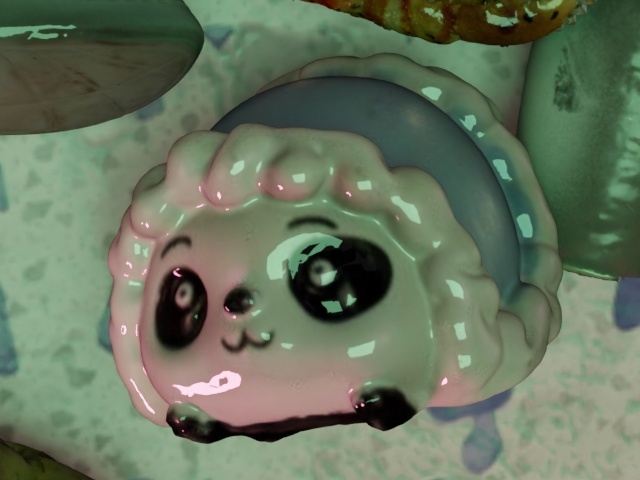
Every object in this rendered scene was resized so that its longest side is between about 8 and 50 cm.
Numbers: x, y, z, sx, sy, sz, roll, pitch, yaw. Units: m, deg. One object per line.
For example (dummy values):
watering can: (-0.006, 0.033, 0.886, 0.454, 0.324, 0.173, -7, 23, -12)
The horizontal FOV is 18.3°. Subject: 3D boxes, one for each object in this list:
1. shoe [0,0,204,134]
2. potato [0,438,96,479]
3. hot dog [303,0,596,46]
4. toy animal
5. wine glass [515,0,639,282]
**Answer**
shoe: (-0.186, -0.116, 0.992, 0.251, 0.103, 0.100, -1, 59, -21)
potato: (-0.177, 0.206, 1.041, 0.154, 0.137, 0.200, 25, 100, 18)
hot dog: (0.023, -0.165, 0.975, 0.253, 0.069, 0.131, 16, 137, 11)
toy animal: (0.000, 0.000, 0.968, 0.208, 0.204, 0.156, -7, 104, 26)
wine glass: (0.162, -0.085, 1.030, 0.111, 0.111, 0.204, 11, 101, -10)
